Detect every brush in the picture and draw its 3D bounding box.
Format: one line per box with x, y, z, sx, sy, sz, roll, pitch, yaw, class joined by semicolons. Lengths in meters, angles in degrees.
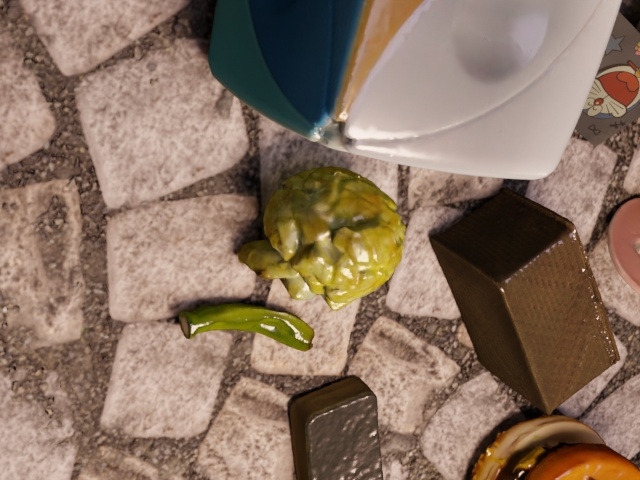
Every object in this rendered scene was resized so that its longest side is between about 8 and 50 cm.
0.027;0.305;1.828;0.123;0.059;0.197;-17;118;-21;brush

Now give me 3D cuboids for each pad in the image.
0.390;-0.237;1.790;0.170;0.006;0.245;-35;132;26;pad

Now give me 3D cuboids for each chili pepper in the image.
-0.096;0.111;1.682;0.201;0.050;0.052;8;122;-33;chili pepper

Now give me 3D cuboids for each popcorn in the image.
0.000;0.000;1.628;0.212;0.198;0.198;-33;128;18;popcorn

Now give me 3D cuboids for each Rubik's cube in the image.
0.105;-0.283;1.446;0.347;0.351;0.352;7;104;-33;Rubik's cube

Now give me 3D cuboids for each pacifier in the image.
0.597;0.013;1.948;0.332;0.273;0.220;-21;93;-19;pacifier

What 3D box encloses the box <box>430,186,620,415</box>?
0.296;0.087;1.815;0.143;0.184;0.273;-35;124;-14;box

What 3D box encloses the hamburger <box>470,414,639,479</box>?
0.368;0.419;1.974;0.291;0.225;0.291;-7;108;-23;hamburger

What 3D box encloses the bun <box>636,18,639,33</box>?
0.560;-0.320;1.822;0.220;0.134;0.220;-2;138;-2;bun
